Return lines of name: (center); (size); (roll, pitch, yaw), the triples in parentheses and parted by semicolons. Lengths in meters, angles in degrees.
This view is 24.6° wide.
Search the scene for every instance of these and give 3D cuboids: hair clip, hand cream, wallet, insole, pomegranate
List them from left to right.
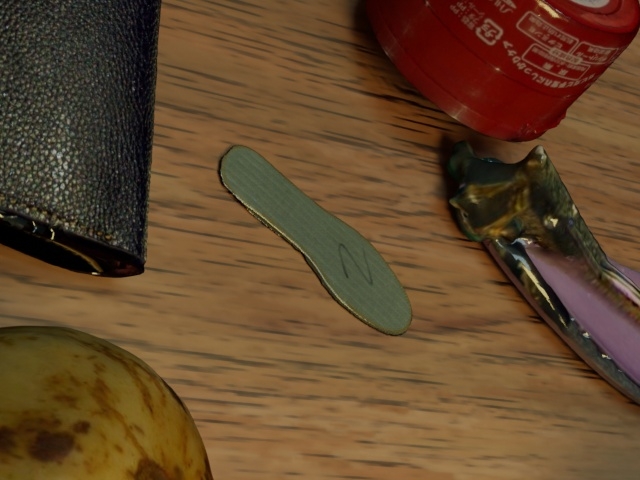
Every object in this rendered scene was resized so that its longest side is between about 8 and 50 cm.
wallet: (-0.193, -0.112, 0.861); (0.262, 0.071, 0.220); (26, 63, -50)
pomegranate: (-0.161, 0.149, 0.726); (0.215, 0.215, 0.215); (18, 59, -32)
insole: (0.000, 0.000, 1.052); (0.188, 0.004, 0.064); (42, 48, -16)
hand cream: (0.143, -0.184, 1.146); (0.193, 0.125, 0.193); (27, 36, -22)
hair clip: (0.238, 0.047, 1.191); (0.359, 0.095, 0.110); (42, 15, -26)
